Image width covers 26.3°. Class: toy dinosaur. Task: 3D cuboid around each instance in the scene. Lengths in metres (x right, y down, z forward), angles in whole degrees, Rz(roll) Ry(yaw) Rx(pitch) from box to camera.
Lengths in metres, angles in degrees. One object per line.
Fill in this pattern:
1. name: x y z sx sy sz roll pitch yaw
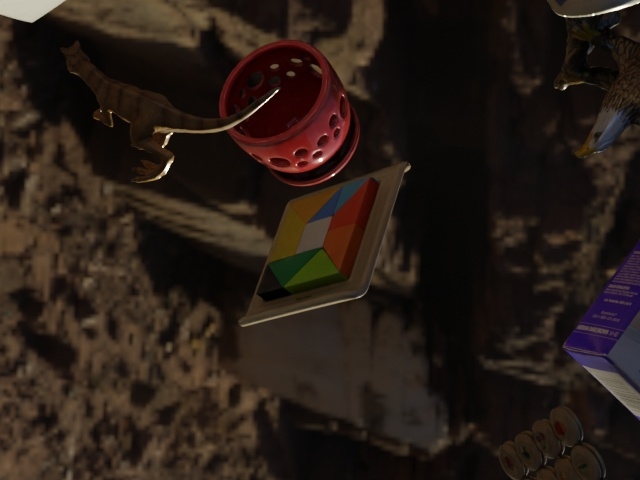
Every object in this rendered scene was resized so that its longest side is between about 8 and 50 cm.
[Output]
1. toy dinosaur: -0.141 -0.106 1.179 0.064 0.211 0.112 -57 160 -36

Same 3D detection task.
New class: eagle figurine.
1. eagle figurine: 0.389 -0.151 1.559 0.226 0.298 0.225 4 121 -54

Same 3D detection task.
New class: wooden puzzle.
1. wooden puzzle: 0.000 0.000 1.807 0.044 0.221 0.239 44 50 -27

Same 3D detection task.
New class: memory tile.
1. memory tile: 0.215 0.217 1.233 0.113 0.012 0.148 61 -28 14

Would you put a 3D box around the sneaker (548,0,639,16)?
1. sneaker: 0.180 -0.210 0.966 0.152 0.058 0.085 -107 -177 -69

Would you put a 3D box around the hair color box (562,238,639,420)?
1. hair color box: 0.482 0.063 1.722 0.339 0.185 0.110 -52 -161 -13

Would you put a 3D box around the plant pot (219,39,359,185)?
1. plant pot: -0.038 -0.194 2.156 0.174 0.191 0.191 43 46 -53

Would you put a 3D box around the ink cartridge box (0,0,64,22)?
1. ink cartridge box: -0.259 -0.456 1.464 0.279 0.384 0.160 58 10 5
